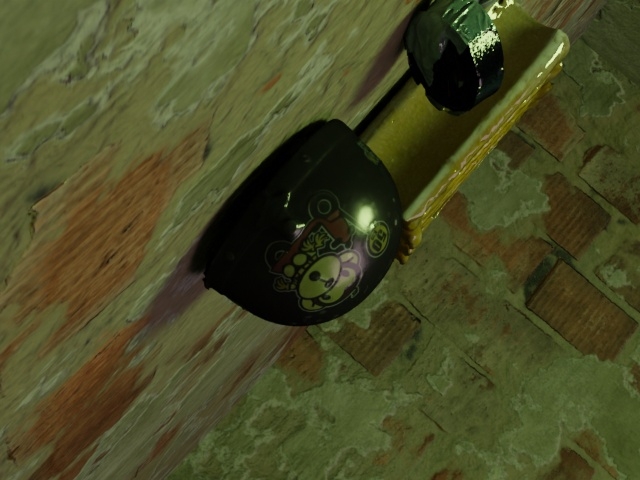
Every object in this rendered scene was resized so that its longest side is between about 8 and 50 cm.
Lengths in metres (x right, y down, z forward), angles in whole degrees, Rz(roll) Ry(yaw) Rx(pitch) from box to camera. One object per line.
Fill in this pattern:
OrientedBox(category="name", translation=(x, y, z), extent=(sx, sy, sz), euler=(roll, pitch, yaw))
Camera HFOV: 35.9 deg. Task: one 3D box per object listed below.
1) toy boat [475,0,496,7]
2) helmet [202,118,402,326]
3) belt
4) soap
OrientedBox(category="toy boat", translation=(0.190, -0.309, 1.141), extent=(0.096, 0.034, 0.122), euler=(-52, 164, 20))
OrientedBox(category="helmet", translation=(0.000, 0.000, 1.075), extent=(0.230, 0.160, 0.279), euler=(-51, 172, 5))
OrientedBox(category="belt", translation=(0.146, -0.203, 1.069), extent=(0.058, 0.105, 0.140), euler=(-42, 145, -22))
OrientedBox(category="soap", translation=(0.171, -0.146, 1.359), extent=(0.335, 0.156, 0.293), euler=(-48, 170, -4))
